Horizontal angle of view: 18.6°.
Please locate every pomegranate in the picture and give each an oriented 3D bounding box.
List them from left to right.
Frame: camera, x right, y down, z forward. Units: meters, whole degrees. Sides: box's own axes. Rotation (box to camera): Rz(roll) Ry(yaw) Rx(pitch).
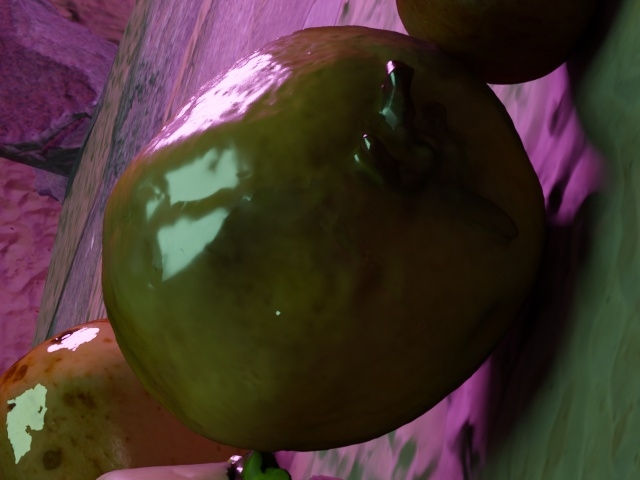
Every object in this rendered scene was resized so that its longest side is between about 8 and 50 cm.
[{"bbox_3d":[-0.142,0.165,1.414,0.215,0.215,0.215,-163,90,-78],"label":"pomegranate"}]

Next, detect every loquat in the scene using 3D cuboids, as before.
[{"bbox_3d":[0.000,0.000,0.976,0.238,0.193,0.238,-37,7,6],"label":"loquat"}]

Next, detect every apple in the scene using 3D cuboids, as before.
[{"bbox_3d":[0.094,-0.144,1.000,0.126,0.102,0.126,-162,90,-84],"label":"apple"}]

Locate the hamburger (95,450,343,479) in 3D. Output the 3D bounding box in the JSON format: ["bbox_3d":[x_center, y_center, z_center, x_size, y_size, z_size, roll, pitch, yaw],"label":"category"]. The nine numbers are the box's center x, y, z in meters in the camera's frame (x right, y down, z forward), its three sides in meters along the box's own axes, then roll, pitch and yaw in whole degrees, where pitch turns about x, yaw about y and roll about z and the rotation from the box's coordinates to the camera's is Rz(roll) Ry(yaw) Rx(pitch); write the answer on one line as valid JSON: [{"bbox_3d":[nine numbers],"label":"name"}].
[{"bbox_3d":[-0.058,0.251,0.996,0.302,0.170,0.302,-168,90,-79],"label":"hamburger"}]
